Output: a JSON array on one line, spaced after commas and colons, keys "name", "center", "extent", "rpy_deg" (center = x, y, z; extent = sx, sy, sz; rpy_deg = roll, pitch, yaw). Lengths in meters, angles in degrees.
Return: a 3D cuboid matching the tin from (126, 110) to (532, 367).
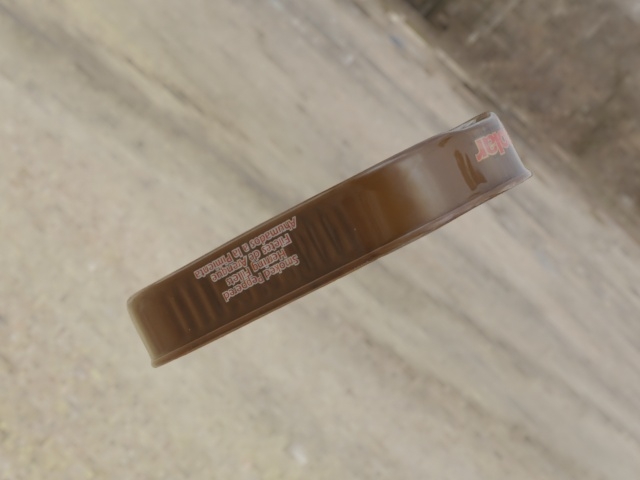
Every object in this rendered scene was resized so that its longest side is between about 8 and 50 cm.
[{"name": "tin", "center": [0.000, 0.000, 0.725], "extent": [0.106, 0.190, 0.040], "rpy_deg": [-20, 84, -58]}]
